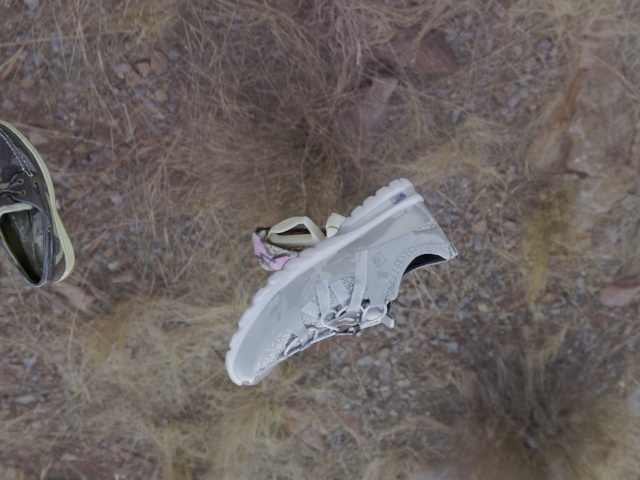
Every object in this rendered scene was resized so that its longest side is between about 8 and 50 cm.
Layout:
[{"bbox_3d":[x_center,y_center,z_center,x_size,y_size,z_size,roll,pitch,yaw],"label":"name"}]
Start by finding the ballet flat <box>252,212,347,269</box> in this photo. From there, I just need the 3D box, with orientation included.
[{"bbox_3d":[0.000,0.000,0.824,0.221,0.077,0.079,-3,129,23],"label":"ballet flat"}]

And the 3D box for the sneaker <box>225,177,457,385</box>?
[{"bbox_3d":[0.024,0.057,0.609,0.281,0.115,0.105,-42,166,-8],"label":"sneaker"}]

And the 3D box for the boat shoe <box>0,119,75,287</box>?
[{"bbox_3d":[-0.259,-0.031,0.507,0.056,0.049,0.152,-23,102,-1],"label":"boat shoe"}]
